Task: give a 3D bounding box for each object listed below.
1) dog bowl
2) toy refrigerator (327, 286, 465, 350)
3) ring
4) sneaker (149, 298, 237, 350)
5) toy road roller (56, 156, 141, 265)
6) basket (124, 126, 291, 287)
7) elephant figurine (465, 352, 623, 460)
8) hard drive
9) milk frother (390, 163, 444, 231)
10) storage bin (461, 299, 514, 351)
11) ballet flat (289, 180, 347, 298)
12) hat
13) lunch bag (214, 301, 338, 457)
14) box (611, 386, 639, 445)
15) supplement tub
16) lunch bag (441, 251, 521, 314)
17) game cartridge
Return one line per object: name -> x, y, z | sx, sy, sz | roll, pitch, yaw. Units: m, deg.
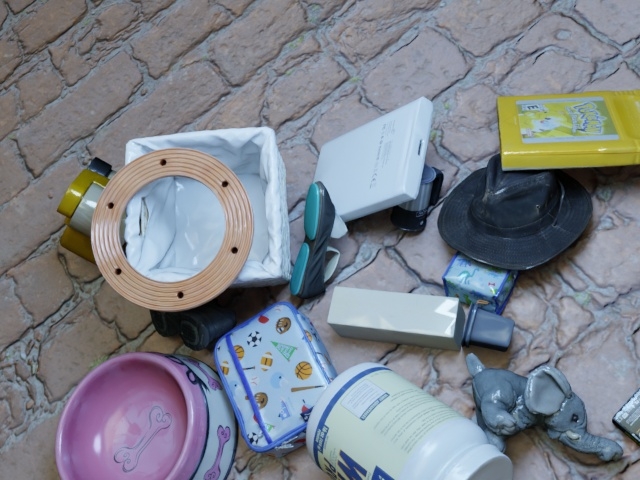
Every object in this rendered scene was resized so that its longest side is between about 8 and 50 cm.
dog bowl -> -0.394, 0.425, 1.606 | 0.408, 0.150, 0.408 | -8, 64, 16
toy refrigerator -> 0.162, 0.161, 1.557 | 0.269, 0.102, 0.094 | 3, 67, 22
ring -> -0.298, -0.023, 1.491 | 0.336, 0.032, 0.336 | -1, 79, 5
sneaker -> -0.305, 0.173, 1.727 | 0.130, 0.109, 0.286 | -19, 29, -38
toy road roller -> -0.535, -0.035, 1.803 | 0.240, 0.202, 0.329 | -57, 14, 13
basket -> -0.239, -0.051, 1.638 | 0.331, 0.266, 0.328 | -4, 80, 3
elephant figurine -> 0.416, 0.311, 1.382 | 0.239, 0.186, 0.169 | -11, 19, 3
hard drive -> 0.101, -0.161, 1.656 | 0.353, 0.047, 0.233 | -17, 54, 52
milk frother -> 0.192, -0.119, 1.660 | 0.143, 0.135, 0.129 | 26, 43, 23
storage bin -> 0.337, 0.175, 1.472 | 0.091, 0.135, 0.098 | 14, 79, 13
ballet flat -> 0.000, 0.000, 1.638 | 0.096, 0.280, 0.095 | 2, 26, -23
hat -> 0.402, -0.098, 1.528 | 0.331, 0.134, 0.331 | -7, 45, 7
lunch bag -> -0.092, 0.304, 1.577 | 0.243, 0.115, 0.303 | -31, 58, 6
box -> 0.664, 0.320, 1.331 | 0.191, 0.045, 0.184 | -45, 62, -6
supplement tub -> 0.157, 0.391, 1.337 | 0.325, 0.235, 0.235 | 27, 77, 43
lunch bag -> 0.346, 0.061, 1.548 | 0.129, 0.096, 0.151 | 21, 60, 29
game cartridge -> 0.539, -0.239, 1.545 | 0.323, 0.053, 0.285 | -3, 34, 12
